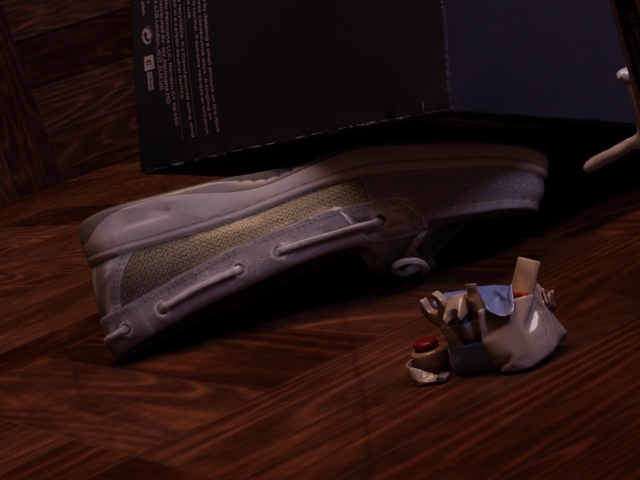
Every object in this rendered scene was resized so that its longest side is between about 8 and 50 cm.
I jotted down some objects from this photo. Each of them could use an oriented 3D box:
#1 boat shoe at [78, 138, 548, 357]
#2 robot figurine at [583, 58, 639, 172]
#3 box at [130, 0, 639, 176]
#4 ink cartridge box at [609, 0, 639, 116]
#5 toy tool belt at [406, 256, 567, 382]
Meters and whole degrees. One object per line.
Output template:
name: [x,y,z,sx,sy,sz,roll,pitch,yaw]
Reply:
boat shoe: [-0.002,0.000,0.977,0.320,0.103,0.118,-11,-4,5]
robot figurine: [0.299,-0.107,0.695,0.353,0.200,0.300,-18,-29,-2]
box: [0.090,-0.147,1.060,0.343,0.179,0.312,0,-3,-43]
ink cartridge box: [0.240,-0.052,0.521,0.234,0.193,0.088,-18,11,-6]
toy tool belt: [0.077,0.037,0.722,0.083,0.051,0.052,-12,11,32]
